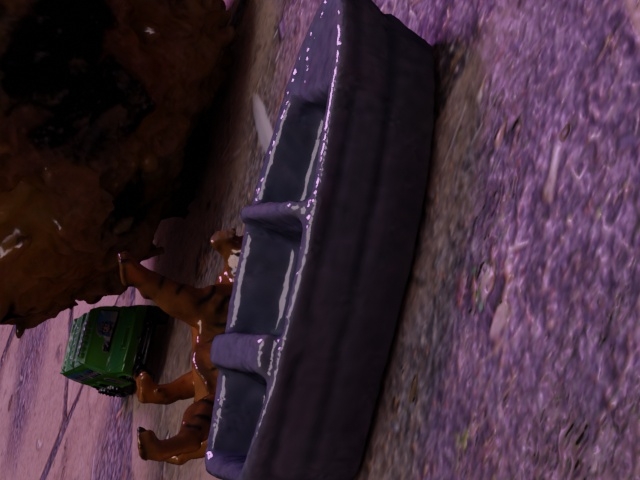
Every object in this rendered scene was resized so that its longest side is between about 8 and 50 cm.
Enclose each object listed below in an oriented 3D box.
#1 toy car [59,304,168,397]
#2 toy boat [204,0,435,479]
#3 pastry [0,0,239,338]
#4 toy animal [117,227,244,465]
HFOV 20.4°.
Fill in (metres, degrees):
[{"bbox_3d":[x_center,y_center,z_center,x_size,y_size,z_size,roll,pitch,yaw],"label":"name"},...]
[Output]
[{"bbox_3d":[-0.181,0.092,1.539,0.165,0.063,0.071,155,128,-70],"label":"toy car"},{"bbox_3d":[0.000,0.000,0.987,0.127,0.078,0.282,175,109,-74],"label":"toy boat"},{"bbox_3d":[-0.232,-0.117,1.509,0.337,0.292,0.405,-51,14,30],"label":"pastry"},{"bbox_3d":[-0.058,0.103,1.102,0.255,0.116,0.114,-102,7,-47],"label":"toy animal"}]
